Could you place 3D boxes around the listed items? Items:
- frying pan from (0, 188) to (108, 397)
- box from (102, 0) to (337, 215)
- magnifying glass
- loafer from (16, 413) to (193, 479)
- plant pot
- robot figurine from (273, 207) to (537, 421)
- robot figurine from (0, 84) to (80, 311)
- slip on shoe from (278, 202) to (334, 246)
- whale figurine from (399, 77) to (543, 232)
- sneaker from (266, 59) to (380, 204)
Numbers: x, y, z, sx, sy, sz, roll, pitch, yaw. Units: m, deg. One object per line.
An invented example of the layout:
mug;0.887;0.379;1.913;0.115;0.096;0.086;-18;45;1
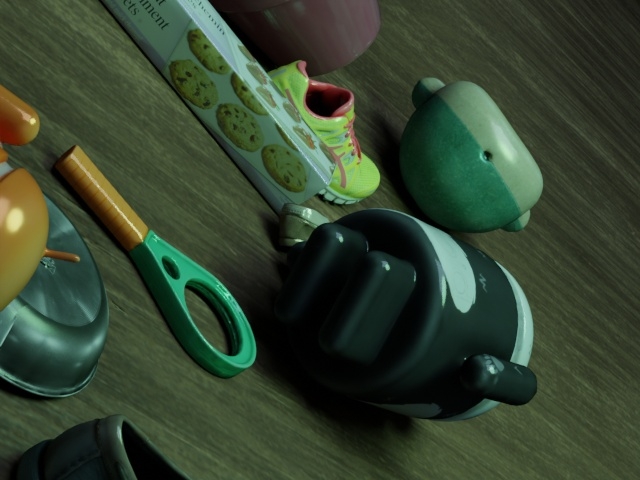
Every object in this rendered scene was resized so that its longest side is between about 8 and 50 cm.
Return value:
frying pan;-0.234;0.028;1.114;0.197;0.053;0.326;56;19;2
box;-0.108;-0.168;1.607;0.324;0.067;0.063;51;22;-15
magnifying glass;-0.130;0.017;1.362;0.231;0.026;0.092;49;23;-16
loafer;-0.081;0.209;1.121;0.267;0.084;0.096;42;26;-31
plant pot;-0.027;-0.280;1.785;0.201;0.201;0.180;-98;162;-47
robot figurine;0.077;0.073;1.526;0.278;0.173;0.209;23;46;-54
robot figurine;-0.256;-0.027;1.007;0.219;0.128;0.158;41;38;-4
slip on shoe;0.000;0.000;1.637;0.135;0.051;0.041;29;74;-62
whale figurine;0.161;-0.089;2.011;0.216;0.141;0.272;55;-2;-6
sneaker;0.008;-0.111;1.729;0.208;0.094;0.081;37;28;-43
